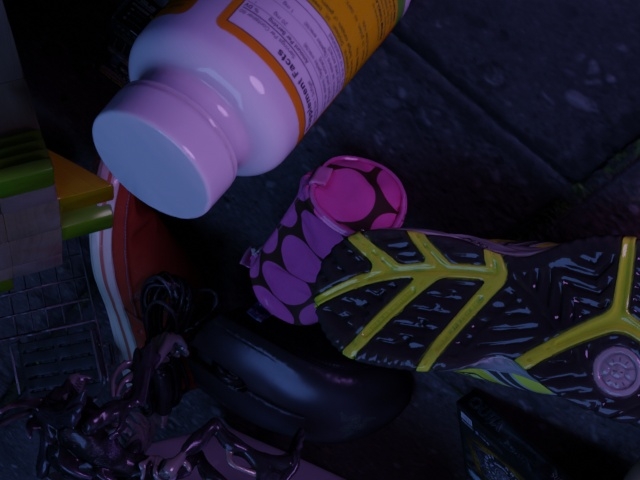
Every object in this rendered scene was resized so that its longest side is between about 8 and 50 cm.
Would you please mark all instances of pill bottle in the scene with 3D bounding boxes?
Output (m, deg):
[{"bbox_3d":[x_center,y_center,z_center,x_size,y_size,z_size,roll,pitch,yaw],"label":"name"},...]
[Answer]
[{"bbox_3d":[-0.051,-0.134,1.387,0.136,0.245,0.136,28,149,18],"label":"pill bottle"}]

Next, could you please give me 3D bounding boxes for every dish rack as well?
[{"bbox_3d":[-0.301,0.043,1.969,0.208,0.074,0.271,-13,89,56],"label":"dish rack"}]

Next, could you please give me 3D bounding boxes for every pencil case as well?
[{"bbox_3d":[0.000,0.000,1.677,0.098,0.095,0.209,38,148,1],"label":"pencil case"}]

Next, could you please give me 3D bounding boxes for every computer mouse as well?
[{"bbox_3d":[-0.050,0.139,1.849,0.272,0.072,0.188,12,132,3],"label":"computer mouse"}]

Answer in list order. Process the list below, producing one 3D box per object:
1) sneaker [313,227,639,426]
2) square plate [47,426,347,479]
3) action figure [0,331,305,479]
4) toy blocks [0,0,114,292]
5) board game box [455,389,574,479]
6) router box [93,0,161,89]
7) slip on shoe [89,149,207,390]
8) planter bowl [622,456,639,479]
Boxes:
[{"bbox_3d":[0.195,0.056,1.529,0.385,0.145,0.147,13,-175,19],"label":"sneaker"},{"bbox_3d":[-0.050,0.293,1.949,0.347,0.344,0.049,22,104,25],"label":"square plate"},{"bbox_3d":[-0.164,0.180,1.808,0.276,0.141,0.164,22,135,-11],"label":"action figure"},{"bbox_3d":[-0.310,-0.119,1.711,0.381,0.191,0.261,114,140,-74],"label":"toy blocks"},{"bbox_3d":[0.197,0.235,1.786,0.186,0.026,0.126,43,157,35],"label":"board game box"},{"bbox_3d":[-0.131,-0.146,1.667,0.122,0.038,0.092,38,150,1],"label":"router box"},{"bbox_3d":[-0.164,0.029,1.898,0.101,0.123,0.331,-6,132,5],"label":"slip on shoe"},{"bbox_3d":[0.324,0.209,1.570,0.162,0.162,0.109,27,122,18],"label":"planter bowl"}]
